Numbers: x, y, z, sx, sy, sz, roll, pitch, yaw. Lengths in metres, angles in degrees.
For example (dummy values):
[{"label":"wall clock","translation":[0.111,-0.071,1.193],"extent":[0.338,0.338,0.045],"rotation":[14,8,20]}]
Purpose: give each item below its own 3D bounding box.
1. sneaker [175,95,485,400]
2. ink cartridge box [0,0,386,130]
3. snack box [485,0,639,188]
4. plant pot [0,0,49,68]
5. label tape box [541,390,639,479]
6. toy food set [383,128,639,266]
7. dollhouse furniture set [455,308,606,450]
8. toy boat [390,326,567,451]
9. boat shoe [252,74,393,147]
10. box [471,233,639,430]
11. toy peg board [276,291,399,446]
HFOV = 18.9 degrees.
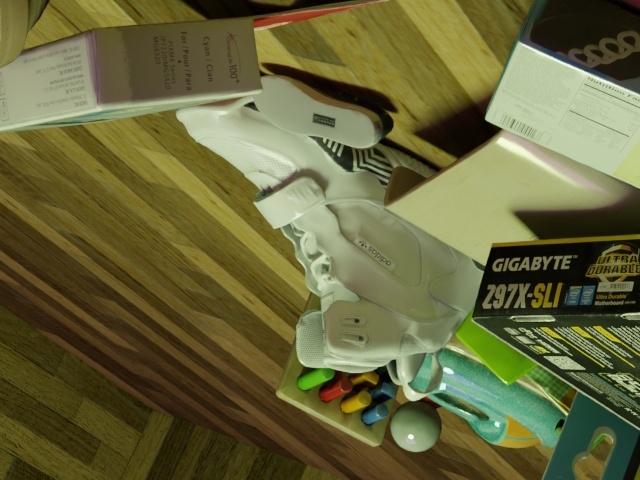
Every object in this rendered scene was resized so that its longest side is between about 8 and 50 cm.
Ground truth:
[{"label":"sneaker","translation":[0.000,0.000,1.856],"extent":[0.365,0.210,0.137],"rotation":[28,166,-11]},{"label":"ink cartridge box","translation":[-0.122,-0.139,1.558],"extent":[0.261,0.066,0.296],"rotation":[-10,-176,-29]},{"label":"snack box","translation":[0.287,-0.075,1.401],"extent":[0.322,0.060,0.187],"rotation":[24,167,3]},{"label":"plant pot","translation":[-0.264,-0.254,1.479],"extent":[0.237,0.109,0.237],"rotation":[42,147,36]},{"label":"label tape box","translation":[0.364,0.294,1.862],"extent":[0.347,0.249,0.115],"rotation":[26,155,-1]},{"label":"toy food set","translation":[0.208,-0.038,1.660],"extent":[0.219,0.092,0.306],"rotation":[30,158,-11]},{"label":"dollhouse furniture set","translation":[0.271,0.101,2.084],"extent":[0.197,0.151,0.301],"rotation":[44,-174,6]},{"label":"toy boat","translation":[0.185,0.194,2.395],"extent":[0.267,0.148,0.318],"rotation":[28,166,-15]},{"label":"boat shoe","translation":[0.002,-0.119,1.763],"extent":[0.142,0.049,0.040],"rotation":[23,-155,28]},{"label":"box","translation":[0.324,0.096,1.607],"extent":[0.322,0.079,0.257],"rotation":[32,155,-35]},{"label":"toy peg board","translation":[0.048,0.159,2.509],"extent":[0.160,0.161,0.079],"rotation":[29,151,-19]}]
